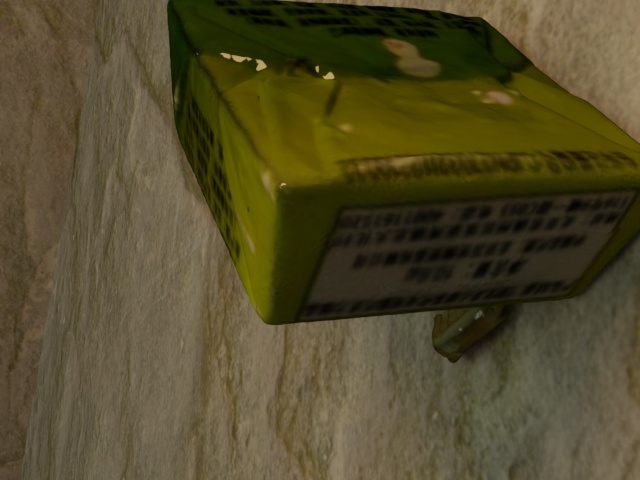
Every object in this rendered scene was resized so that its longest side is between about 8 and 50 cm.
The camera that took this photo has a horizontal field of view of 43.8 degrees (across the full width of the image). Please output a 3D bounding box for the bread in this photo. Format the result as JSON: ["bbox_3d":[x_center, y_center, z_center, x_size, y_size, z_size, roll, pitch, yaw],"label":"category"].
[{"bbox_3d":[0.129,0.068,0.685,0.088,0.034,0.049,-51,28,34],"label":"bread"}]

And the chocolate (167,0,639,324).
[{"bbox_3d":[0.051,-0.071,0.609,0.289,0.301,0.137,-121,36,-48],"label":"chocolate"}]
